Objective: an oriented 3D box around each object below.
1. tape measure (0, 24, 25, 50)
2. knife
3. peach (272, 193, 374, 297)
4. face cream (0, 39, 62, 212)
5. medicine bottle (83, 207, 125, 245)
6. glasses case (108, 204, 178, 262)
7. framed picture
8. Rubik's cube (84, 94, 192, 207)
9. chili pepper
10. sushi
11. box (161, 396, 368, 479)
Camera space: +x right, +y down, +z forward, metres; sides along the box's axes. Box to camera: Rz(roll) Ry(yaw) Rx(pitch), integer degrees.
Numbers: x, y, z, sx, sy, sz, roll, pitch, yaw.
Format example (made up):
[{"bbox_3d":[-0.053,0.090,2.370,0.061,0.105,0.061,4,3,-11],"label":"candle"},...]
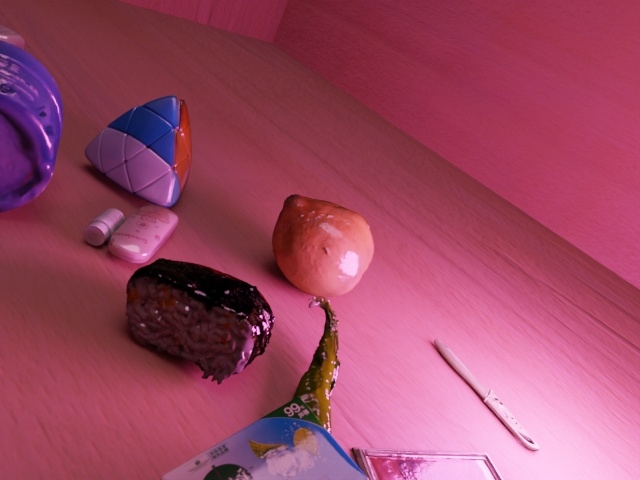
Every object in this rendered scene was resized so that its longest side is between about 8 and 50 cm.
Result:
[{"bbox_3d":[-0.895,-0.483,1.387,0.258,0.130,0.265,26,30,7],"label":"tape measure"},{"bbox_3d":[0.325,0.300,1.122,0.043,0.019,0.293,6,32,-40],"label":"knife"},{"bbox_3d":[0.000,0.000,1.173,0.233,0.232,0.232,21,25,-10],"label":"peach"},{"bbox_3d":[-0.583,-0.198,0.973,0.249,0.249,0.225,10,31,-30],"label":"face cream"},{"bbox_3d":[-0.400,-0.025,1.044,0.047,0.047,0.083,24,26,-4],"label":"medicine bottle"},{"bbox_3d":[-0.337,-0.017,1.081,0.081,0.051,0.204,25,25,-7],"label":"glasses case"},{"bbox_3d":[0.196,0.394,0.824,0.274,0.016,0.216,12,28,-27],"label":"framed picture"},{"bbox_3d":[-0.400,-0.197,1.281,0.255,0.254,0.254,21,25,-10],"label":"Rubik's cube"},{"bbox_3d":[-0.010,0.228,0.881,0.085,0.076,0.359,25,31,-10],"label":"chili pepper"},{"bbox_3d":[-0.188,0.113,0.873,0.225,0.136,0.126,27,16,15],"label":"sushi"},{"bbox_3d":[-0.064,0.291,0.650,0.194,0.073,0.139,-22,51,-34],"label":"box"}]
